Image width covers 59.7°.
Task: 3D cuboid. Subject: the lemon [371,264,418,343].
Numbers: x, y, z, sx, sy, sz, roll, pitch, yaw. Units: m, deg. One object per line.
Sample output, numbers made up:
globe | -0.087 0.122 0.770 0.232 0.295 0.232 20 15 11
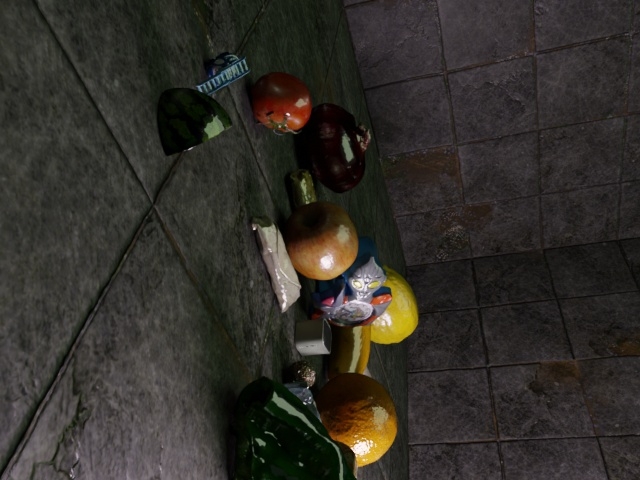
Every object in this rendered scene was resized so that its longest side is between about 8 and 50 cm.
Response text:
lemon | 0.249 0.260 2.234 0.316 0.285 0.285 36 38 -25

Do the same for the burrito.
burrito | -0.108 0.055 1.387 0.082 0.059 0.275 -55 136 -49

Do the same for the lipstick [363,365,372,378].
lipstick | 0.147 0.525 2.057 0.371 0.076 0.079 68 22 -44

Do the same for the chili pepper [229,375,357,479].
chili pepper | -0.034 0.451 1.097 0.385 0.167 0.213 55 34 -18

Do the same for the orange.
orange | 0.095 0.503 1.580 0.264 0.264 0.264 -8 90 -75

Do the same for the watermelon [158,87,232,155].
watermelon | -0.230 -0.208 1.025 0.094 0.135 0.125 138 -52 -63

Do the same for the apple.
apple | 0.000 0.000 1.536 0.188 0.211 0.211 56 29 -45

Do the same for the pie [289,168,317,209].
pie | -0.037 -0.081 1.717 0.128 0.068 0.282 -67 150 -62

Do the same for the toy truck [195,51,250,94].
toy truck | -0.221 -0.353 1.195 0.136 0.074 0.063 -40 130 -24

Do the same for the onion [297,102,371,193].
onion | 0.063 -0.313 1.888 0.314 0.232 0.313 -10 90 -76

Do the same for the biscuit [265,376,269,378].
biscuit | -0.103 0.411 1.274 0.138 0.031 0.205 -81 159 -50

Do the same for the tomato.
tomato | -0.100 -0.362 1.452 0.167 0.167 0.167 -8 90 -75

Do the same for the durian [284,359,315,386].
durian | -0.048 0.344 1.414 0.091 0.080 0.080 41 38 -35

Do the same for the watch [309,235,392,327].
watch | 0.084 0.089 1.692 0.274 0.241 0.305 -99 -158 -44

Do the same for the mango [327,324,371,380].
mango | 0.091 0.323 1.841 0.187 0.144 0.359 37 52 -54

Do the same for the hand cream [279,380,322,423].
hand cream | -0.042 0.424 1.406 0.052 0.075 0.248 57 -11 41

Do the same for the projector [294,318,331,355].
projector | -0.019 0.270 1.555 0.083 0.082 0.083 65 22 -48

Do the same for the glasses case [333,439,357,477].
glasses case | -0.008 0.637 1.251 0.425 0.157 0.098 -75 161 -56
